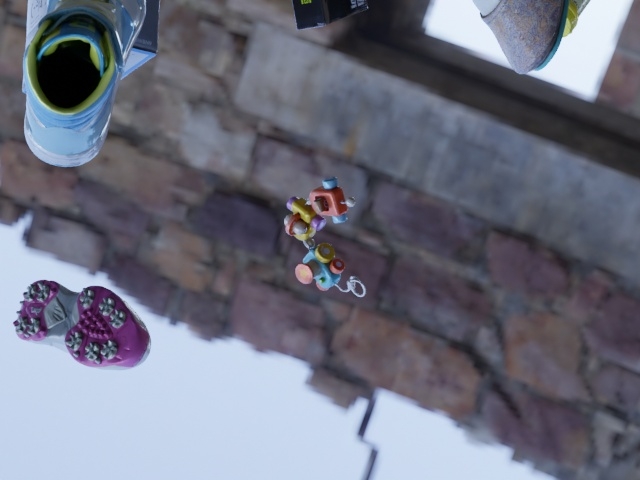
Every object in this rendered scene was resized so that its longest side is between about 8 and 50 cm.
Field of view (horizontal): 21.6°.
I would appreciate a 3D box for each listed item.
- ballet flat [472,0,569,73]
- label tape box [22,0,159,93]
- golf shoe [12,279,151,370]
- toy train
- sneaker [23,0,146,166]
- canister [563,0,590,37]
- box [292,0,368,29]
[{"bbox_3d":[0.187,-0.292,1.675,0.106,0.107,0.316,23,-134,-14],"label":"ballet flat"},{"bbox_3d":[-0.308,-0.380,2.288,0.106,0.333,0.241,11,161,-30],"label":"label tape box"},{"bbox_3d":[-0.317,0.130,2.432,0.140,0.115,0.306,27,173,-39],"label":"golf shoe"},{"bbox_3d":[0.000,0.000,2.131,0.046,0.166,0.125,-27,-155,-34],"label":"toy train"},{"bbox_3d":[-0.268,-0.260,1.951,0.127,0.319,0.208,8,165,-7],"label":"sneaker"},{"bbox_3d":[0.379,-0.415,2.625,0.126,0.170,0.073,32,158,14],"label":"canister"},{"bbox_3d":[0.001,-0.366,2.104,0.045,0.184,0.191,-9,-170,20],"label":"box"}]
